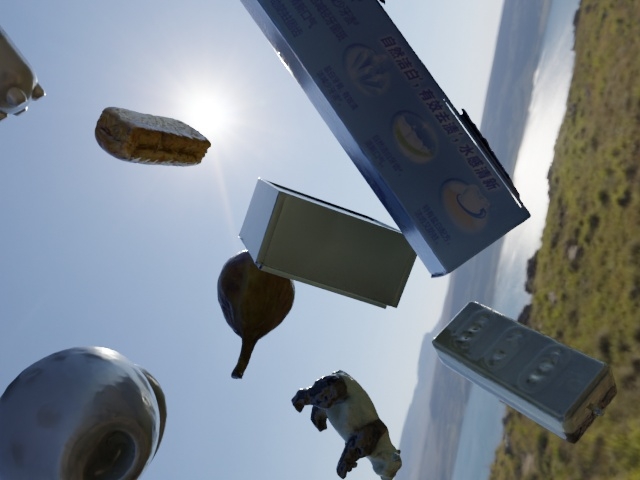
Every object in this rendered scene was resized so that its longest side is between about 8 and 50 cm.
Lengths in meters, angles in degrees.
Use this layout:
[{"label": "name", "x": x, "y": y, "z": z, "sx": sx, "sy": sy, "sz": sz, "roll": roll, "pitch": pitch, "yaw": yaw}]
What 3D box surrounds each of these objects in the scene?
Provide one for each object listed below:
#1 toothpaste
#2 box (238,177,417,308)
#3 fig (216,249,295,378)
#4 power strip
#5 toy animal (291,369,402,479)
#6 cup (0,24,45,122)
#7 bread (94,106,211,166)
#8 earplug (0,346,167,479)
[{"label": "toothpaste", "x": 0.020, "y": -0.106, "z": 0.331, "sx": 0.066, "sy": 0.272, "sz": 0.053, "roll": -34, "pitch": -4, "yaw": -3}, {"label": "box", "x": 0.000, "y": 0.000, "z": 0.839, "sx": 0.225, "sy": 0.224, "sz": 0.118, "roll": -141, "pitch": 71, "yaw": -72}, {"label": "fig", "x": -0.179, "y": 0.167, "z": 1.213, "sx": 0.290, "sy": 0.190, "sz": 0.191, "roll": -62, "pitch": -21, "yaw": -27}, {"label": "power strip", "x": 0.284, "y": 0.177, "z": 0.759, "sx": 0.105, "sy": 0.256, "sz": 0.070, "roll": -43, "pitch": -57, "yaw": -14}, {"label": "toy animal", "x": 0.058, "y": 0.342, "z": 0.961, "sx": 0.121, "sy": 0.225, "sz": 0.094, "roll": -37, "pitch": -15, "yaw": 2}, {"label": "cup", "x": -0.615, "y": -0.295, "z": 0.976, "sx": 0.142, "sy": 0.134, "sz": 0.173, "roll": 56, "pitch": -144, "yaw": -18}, {"label": "bread", "x": -0.310, "y": -0.186, "z": 0.991, "sx": 0.211, "sy": 0.113, "sz": 0.083, "roll": -6, "pitch": -56, "yaw": -57}, {"label": "earplug", "x": -0.282, "y": 0.252, "z": 0.670, "sx": 0.214, "sy": 0.175, "sz": 0.326, "roll": -52, "pitch": -10, "yaw": -26}]
